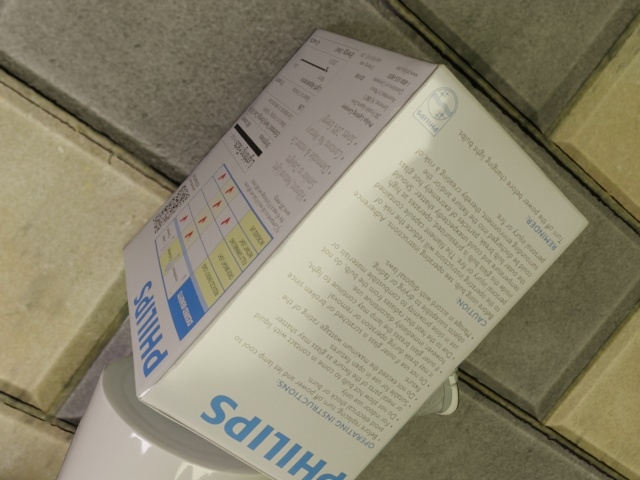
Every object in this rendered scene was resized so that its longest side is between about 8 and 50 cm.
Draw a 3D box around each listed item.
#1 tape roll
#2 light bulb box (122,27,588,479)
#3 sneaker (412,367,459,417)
[{"bbox_3d":[-0.169,0.266,0.903,0.246,0.246,0.169,21,103,-24],"label":"tape roll"},{"bbox_3d":[0.000,0.000,0.797,0.225,0.358,0.361,40,95,-25],"label":"light bulb box"},{"bbox_3d":[0.118,0.158,1.050,0.132,0.086,0.229,-13,114,-11],"label":"sneaker"}]
